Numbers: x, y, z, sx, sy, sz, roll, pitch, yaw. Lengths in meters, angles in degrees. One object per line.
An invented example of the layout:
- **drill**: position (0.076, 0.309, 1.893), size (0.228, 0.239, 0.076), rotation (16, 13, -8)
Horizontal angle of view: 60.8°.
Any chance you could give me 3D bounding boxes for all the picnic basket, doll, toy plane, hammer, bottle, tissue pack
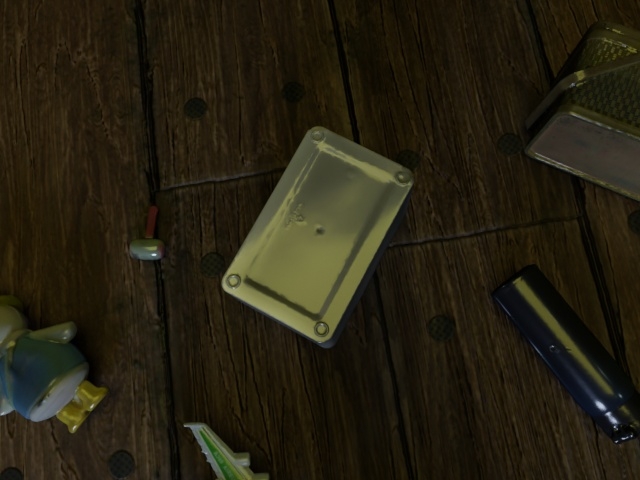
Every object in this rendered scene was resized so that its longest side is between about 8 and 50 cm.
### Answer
- **picnic basket**: position (0.424, -0.155, 0.722), size (0.267, 0.165, 0.139), rotation (24, 81, 8)
- **doll**: position (-0.398, 0.153, 0.732), size (0.241, 0.099, 0.135), rotation (40, 122, 11)
- **toy plane**: position (-0.104, 0.349, 0.673), size (0.255, 0.101, 0.251), rotation (-5, 77, -2)
- **hammer**: position (-0.249, -0.012, 0.796), size (0.053, 0.031, 0.083), rotation (2, 72, 0)
- **bottle**: position (0.328, 0.145, 0.711), size (0.244, 0.082, 0.072), rotation (54, 130, 13)
- **tissue pack**: position (0.001, 0.001, 0.725), size (0.159, 0.136, 0.246), rotation (28, 81, 9)
